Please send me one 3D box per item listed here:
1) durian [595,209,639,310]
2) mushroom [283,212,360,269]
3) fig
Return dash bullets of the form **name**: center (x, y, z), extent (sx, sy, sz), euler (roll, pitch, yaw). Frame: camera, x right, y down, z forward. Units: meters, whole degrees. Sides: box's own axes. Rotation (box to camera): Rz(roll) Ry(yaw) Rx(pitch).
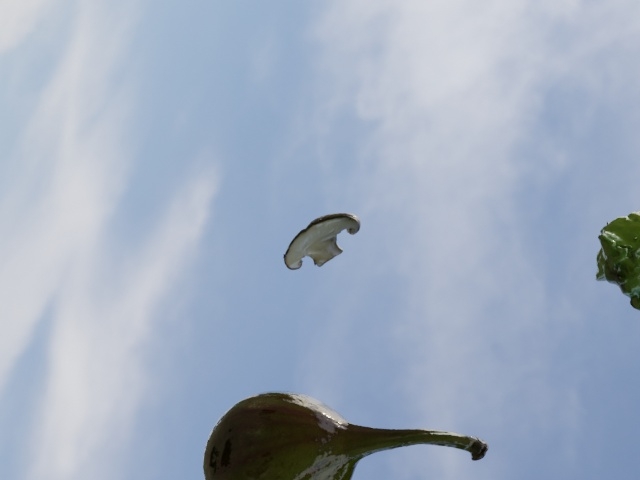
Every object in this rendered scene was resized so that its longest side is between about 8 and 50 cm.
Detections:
- **durian**: center (0.489, 0.083, 1.384), extent (0.204, 0.340, 0.255), euler (-50, 136, -62)
- **mushroom**: center (0.000, 0.000, 1.340), extent (0.101, 0.049, 0.019), euler (-31, -164, 20)
- **fig**: center (0.016, 0.175, 0.988), extent (0.236, 0.124, 0.124), euler (-10, -126, 24)
